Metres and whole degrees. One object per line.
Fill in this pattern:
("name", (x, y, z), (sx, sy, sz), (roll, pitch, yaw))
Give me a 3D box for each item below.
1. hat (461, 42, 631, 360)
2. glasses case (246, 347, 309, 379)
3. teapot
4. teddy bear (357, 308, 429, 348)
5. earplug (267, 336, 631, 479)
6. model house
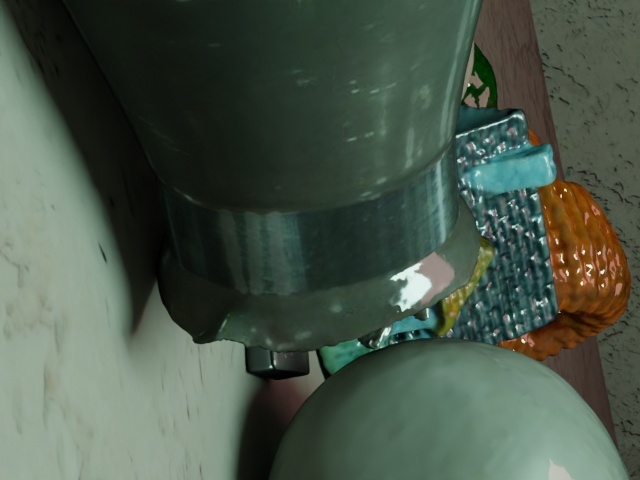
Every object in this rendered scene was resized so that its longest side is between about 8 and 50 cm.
("hat", (0.181, -0.035, 2.039), (0.400, 0.285, 0.285), (59, 7, 21))
("glasses case", (-0.041, 0.023, 1.435), (0.072, 0.042, 0.191), (28, 56, -62))
("teapot", (-0.004, -0.139, 1.153), (0.376, 0.305, 0.362), (-44, 137, -46))
("teddy bear", (-0.009, -0.005, 1.366), (0.213, 0.133, 0.111), (48, -10, -8))
("earplug", (0.117, 0.261, 1.400), (0.394, 0.312, 0.313), (58, 28, -50))
("model house", (0.123, 0.018, 1.658), (0.226, 0.241, 0.261), (-69, 149, -65))
